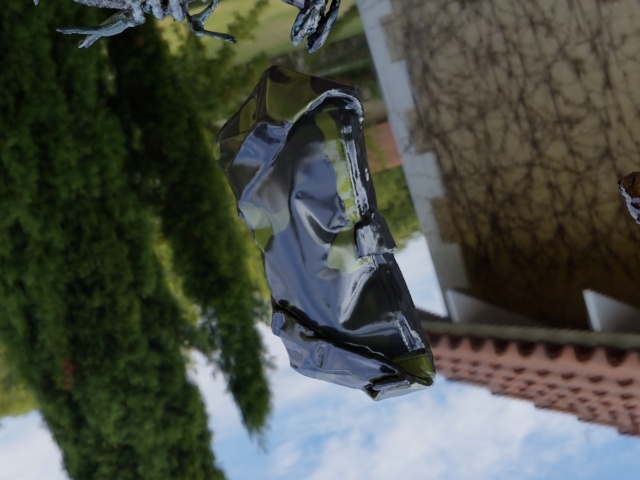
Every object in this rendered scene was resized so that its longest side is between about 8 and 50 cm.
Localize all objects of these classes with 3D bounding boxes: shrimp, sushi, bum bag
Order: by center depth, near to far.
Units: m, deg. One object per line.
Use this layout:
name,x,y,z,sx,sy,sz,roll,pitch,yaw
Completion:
shrimp,-0.059,-0.113,0.425,0.174,0.082,0.076,16,-135,29
bum bag,0.000,0.000,0.662,0.107,0.232,0.060,-13,-166,22
sushi,0.303,-0.025,0.894,0.050,0.099,0.047,99,18,-54
